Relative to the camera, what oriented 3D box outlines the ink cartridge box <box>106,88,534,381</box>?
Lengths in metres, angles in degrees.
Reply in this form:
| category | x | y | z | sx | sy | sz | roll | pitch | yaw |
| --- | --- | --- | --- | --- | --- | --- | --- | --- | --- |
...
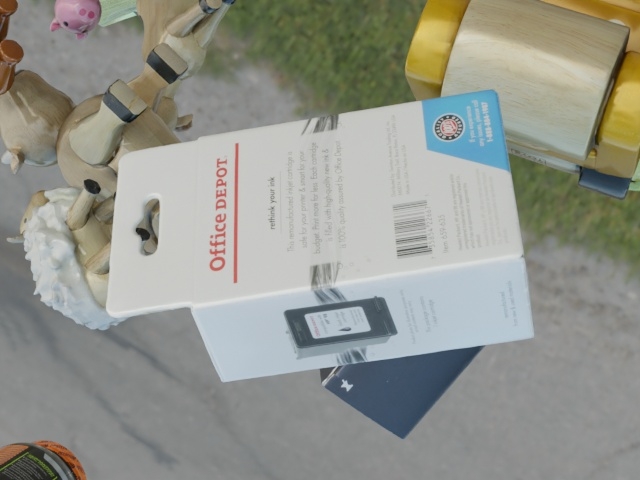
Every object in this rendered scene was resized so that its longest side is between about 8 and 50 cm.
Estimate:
| category | x | y | z | sx | sy | sz | roll | pitch | yaw |
| --- | --- | --- | --- | --- | --- | --- | --- | --- | --- |
| ink cartridge box | 0.000 | 0.000 | 0.637 | 0.180 | 0.104 | 0.060 | -9 | 139 | 8 |

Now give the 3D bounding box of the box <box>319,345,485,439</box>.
| category | x | y | z | sx | sy | sz | roll | pitch | yaw |
| --- | --- | --- | --- | --- | --- | --- | --- | --- | --- |
| box | 0.081 | 0.081 | 1.449 | 0.108 | 0.153 | 0.207 | 35 | -164 | -15 |

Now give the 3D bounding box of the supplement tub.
| category | x | y | z | sx | sy | sz | roll | pitch | yaw |
| --- | --- | --- | --- | --- | --- | --- | --- | --- | --- |
| supplement tub | -0.320 | 0.275 | 1.401 | 0.117 | 0.190 | 0.117 | 5 | 104 | 21 |

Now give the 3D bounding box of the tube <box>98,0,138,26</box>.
| category | x | y | z | sx | sy | sz | roll | pitch | yaw |
| --- | --- | --- | --- | --- | --- | --- | --- | --- | --- |
| tube | -0.243 | -0.273 | 1.405 | 0.070 | 0.062 | 0.240 | 29 | 179 | 28 |

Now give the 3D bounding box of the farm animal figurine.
| category | x | y | z | sx | sy | sz | roll | pitch | yaw |
| --- | --- | --- | --- | --- | --- | --- | --- | --- | --- |
| farm animal figurine | -0.167 | -0.099 | 1.136 | 0.327 | 0.330 | 0.172 | 55 | 133 | 9 |

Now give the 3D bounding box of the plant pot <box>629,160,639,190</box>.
| category | x | y | z | sx | sy | sz | roll | pitch | yaw |
| --- | --- | --- | --- | --- | --- | --- | --- | --- | --- |
| plant pot | 0.373 | -0.199 | 1.518 | 0.276 | 0.254 | 0.276 | -2 | 161 | -1 |

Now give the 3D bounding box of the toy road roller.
| category | x | y | z | sx | sy | sz | roll | pitch | yaw |
| --- | --- | --- | --- | --- | --- | --- | --- | --- | --- |
| toy road roller | 0.219 | -0.189 | 1.260 | 0.202 | 0.240 | 0.329 | 19 | 179 | 12 |
